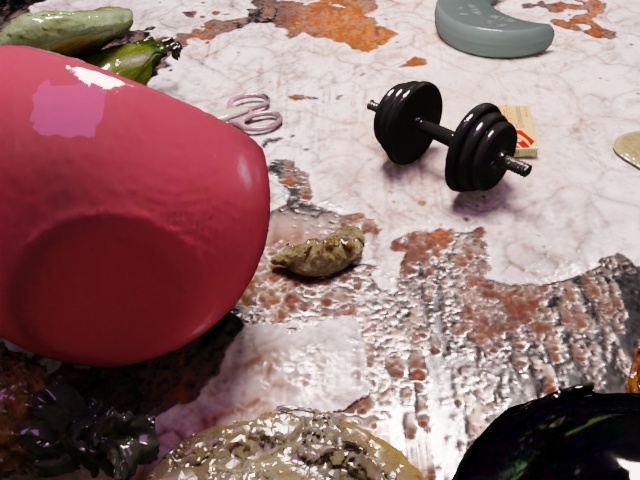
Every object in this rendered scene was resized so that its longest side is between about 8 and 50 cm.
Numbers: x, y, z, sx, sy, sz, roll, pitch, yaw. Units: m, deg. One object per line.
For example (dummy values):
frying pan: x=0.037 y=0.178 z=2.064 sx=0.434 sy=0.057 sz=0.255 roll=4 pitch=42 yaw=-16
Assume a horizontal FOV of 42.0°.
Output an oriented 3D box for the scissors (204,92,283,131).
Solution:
scissors: x=-0.137 y=-0.145 z=1.016 sx=0.176 sy=0.022 sz=0.085 roll=-14 pitch=44 yaw=-17

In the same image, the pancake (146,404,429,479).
pancake: x=-0.019 y=0.227 z=0.546 sx=0.282 sy=0.049 sz=0.282 roll=-3 pitch=39 yaw=2

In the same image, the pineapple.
pineapple: x=-0.213 y=0.134 z=0.628 sx=0.197 sy=0.108 sz=0.108 roll=7 pitch=41 yaw=14

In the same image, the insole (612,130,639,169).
insole: x=0.410 y=-0.055 z=0.877 sx=0.081 sy=0.011 sz=0.248 roll=-23 pitch=44 yaw=-21

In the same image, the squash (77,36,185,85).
squash: x=-0.306 y=-0.168 z=1.005 sx=0.331 sy=0.087 sz=0.087 roll=-36 pitch=50 yaw=-29

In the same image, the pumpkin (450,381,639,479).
pumpkin: x=0.175 y=0.218 z=0.405 sx=0.295 sy=0.296 sz=0.296 roll=-2 pitch=40 yaw=2

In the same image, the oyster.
oyster: x=0.000 y=0.000 z=0.822 sx=0.080 sy=0.038 sz=0.083 roll=11 pitch=44 yaw=20

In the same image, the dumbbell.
dumbbell: x=0.133 y=-0.113 z=0.897 sx=0.208 sy=0.099 sz=0.099 roll=29 pitch=50 yaw=33

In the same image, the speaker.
speaker: x=-0.190 y=-0.038 z=0.698 sx=0.294 sy=0.294 sz=0.294 roll=-2 pitch=40 yaw=2

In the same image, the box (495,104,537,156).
box: x=0.219 y=-0.129 z=0.974 sx=0.058 sy=0.015 sz=0.093 roll=0 pitch=40 yaw=7

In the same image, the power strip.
power strip: x=0.227 y=-0.322 z=1.181 sx=0.137 sy=0.044 sz=0.216 roll=-13 pitch=41 yaw=-9

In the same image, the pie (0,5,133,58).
pie: x=-0.334 y=-0.234 z=1.023 sx=0.240 sy=0.054 sz=0.240 roll=-27 pitch=9 yaw=5

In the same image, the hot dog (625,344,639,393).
hot dog: x=0.348 y=0.109 z=0.618 sx=0.226 sy=0.099 sz=0.160 roll=2 pitch=39 yaw=14
